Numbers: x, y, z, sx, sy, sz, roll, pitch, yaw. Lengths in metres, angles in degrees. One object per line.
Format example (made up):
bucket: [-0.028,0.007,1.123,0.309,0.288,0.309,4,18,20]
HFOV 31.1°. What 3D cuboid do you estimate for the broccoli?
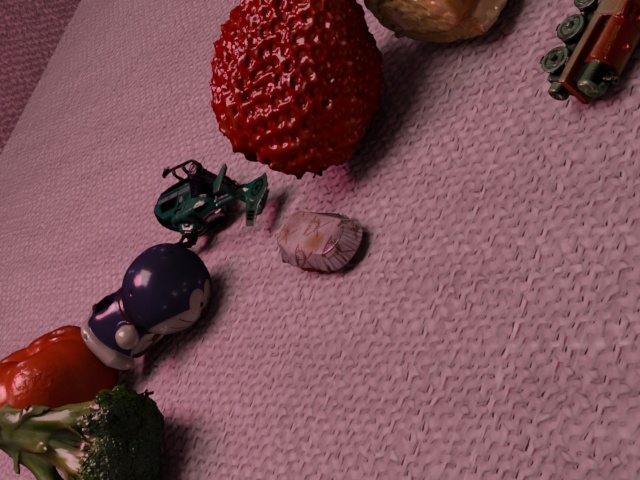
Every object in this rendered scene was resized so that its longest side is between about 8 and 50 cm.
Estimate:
broccoli: [-0.370,0.329,1.730,0.254,0.269,0.269,115,176,-69]

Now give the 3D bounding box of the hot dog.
hot dog: [0.000,0.000,1.696,0.192,0.053,0.099,7,68,56]

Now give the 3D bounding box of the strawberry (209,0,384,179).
strawberry: [-0.031,-0.292,1.750,0.312,0.267,0.351,-77,-8,-57]

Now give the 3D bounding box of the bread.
bread: [0.226,-0.475,1.705,0.236,0.165,0.375,10,71,62]

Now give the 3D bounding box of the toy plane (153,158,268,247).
toy plane: [-0.200,-0.060,2.027,0.382,0.106,0.155,-16,54,50]

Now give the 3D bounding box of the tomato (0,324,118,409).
tomato: [-0.477,0.265,2.010,0.260,0.180,0.260,-25,7,3]

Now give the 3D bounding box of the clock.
clock: [-0.288,0.110,1.930,0.243,0.146,0.199,-40,10,29]

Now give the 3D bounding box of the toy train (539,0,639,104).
toy train: [0.344,-0.244,1.389,0.118,0.074,0.175,13,70,57]
